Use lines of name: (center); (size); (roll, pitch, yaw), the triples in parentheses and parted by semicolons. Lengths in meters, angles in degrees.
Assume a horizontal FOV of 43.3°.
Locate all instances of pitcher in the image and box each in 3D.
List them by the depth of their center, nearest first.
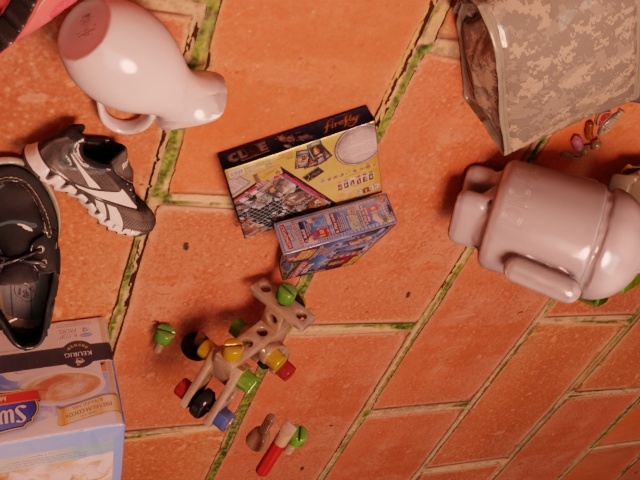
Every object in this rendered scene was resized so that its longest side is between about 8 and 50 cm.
pitcher: (-0.246, -0.204, 1.018); (0.178, 0.125, 0.207); (-22, 154, 21)

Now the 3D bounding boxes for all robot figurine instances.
robot figurine: (0.407, -0.017, 1.398); (0.354, 0.300, 0.199); (17, 141, 11)

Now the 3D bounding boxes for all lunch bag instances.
lunch bag: (0.324, -0.297, 1.149); (0.235, 0.169, 0.287); (-24, 145, -1)

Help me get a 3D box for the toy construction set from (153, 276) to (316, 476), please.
toy construction set: (-0.103, 0.213, 1.404); (0.257, 0.309, 0.237); (-2, 136, -36)

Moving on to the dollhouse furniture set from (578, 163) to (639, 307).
dollhouse furniture set: (0.578, -0.045, 1.636); (0.198, 0.151, 0.301); (-19, 127, -39)

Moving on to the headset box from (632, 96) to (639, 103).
headset box: (0.620, -0.317, 1.269); (0.293, 0.110, 0.218); (7, 136, -9)

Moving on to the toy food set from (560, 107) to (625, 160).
toy food set: (0.495, -0.191, 1.465); (0.078, 0.019, 0.122); (7, 131, -32)

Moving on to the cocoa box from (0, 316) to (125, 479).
cocoa box: (-0.517, 0.303, 1.343); (0.347, 0.228, 0.231); (-5, 137, -21)

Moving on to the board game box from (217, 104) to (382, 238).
board game box: (-0.027, -0.106, 1.282); (0.243, 0.042, 0.165); (-19, 140, -7)

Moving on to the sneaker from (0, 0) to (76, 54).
sneaker: (-0.308, -0.296, 0.866); (0.314, 0.136, 0.116); (-43, 114, -22)

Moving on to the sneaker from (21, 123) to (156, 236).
sneaker: (-0.298, -0.085, 1.142); (0.106, 0.078, 0.234); (-33, 138, 14)

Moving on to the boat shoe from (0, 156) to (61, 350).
boat shoe: (-0.442, 0.036, 1.176); (0.127, 0.113, 0.340); (-2, 135, -24)

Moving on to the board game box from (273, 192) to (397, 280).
board game box: (0.000, 0.000, 1.364); (0.194, 0.060, 0.194); (-11, 161, -27)
